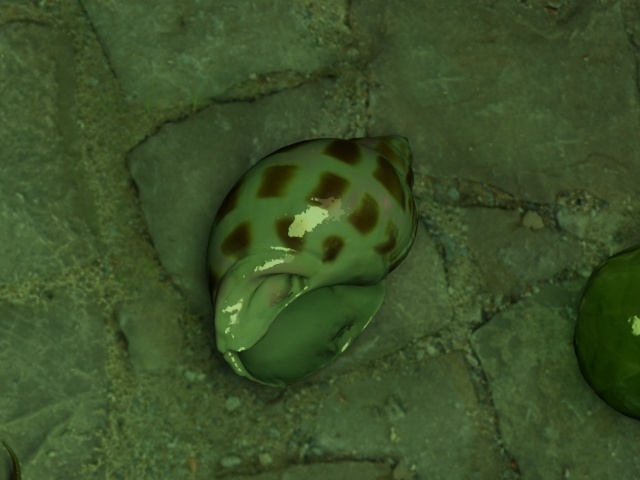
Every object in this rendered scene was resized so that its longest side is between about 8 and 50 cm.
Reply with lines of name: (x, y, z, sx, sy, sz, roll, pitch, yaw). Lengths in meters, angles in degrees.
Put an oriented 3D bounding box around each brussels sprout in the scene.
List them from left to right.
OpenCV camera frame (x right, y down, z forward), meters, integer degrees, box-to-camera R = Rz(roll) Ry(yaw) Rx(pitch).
brussels sprout: (0.431, 0.112, 2.007, 0.244, 0.244, 0.244, 4, 79, -19)

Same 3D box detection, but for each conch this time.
conch: (-0.001, 0.000, 1.880, 0.368, 0.197, 0.249, -28, 122, -19)

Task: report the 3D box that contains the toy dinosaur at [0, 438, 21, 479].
toy dinosaur: (-0.327, 0.310, 1.789, 0.058, 0.037, 0.180, -5, 82, -25)
